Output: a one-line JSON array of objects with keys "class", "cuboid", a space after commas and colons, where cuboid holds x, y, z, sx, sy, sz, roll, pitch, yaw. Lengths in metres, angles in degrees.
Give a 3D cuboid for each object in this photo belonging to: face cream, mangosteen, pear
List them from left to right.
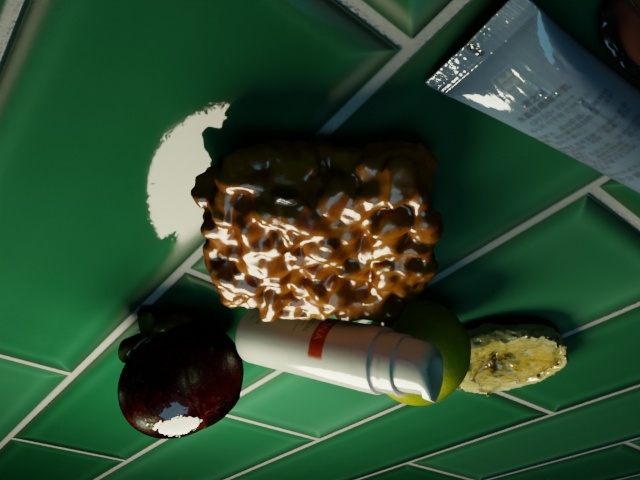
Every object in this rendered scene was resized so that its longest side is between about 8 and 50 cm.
[{"class": "mangosteen", "cuboid": [-0.239, 0.224, 0.970, 0.216, 0.216, 0.216, 0, 142, 0]}, {"class": "face cream", "cuboid": [0.023, 0.170, 0.865, 0.346, 0.102, 0.102, 2, 149, 36]}, {"class": "pear", "cuboid": [0.142, 0.171, 0.923, 0.216, 0.166, 0.180, 39, 139, -25]}, {"class": "face cream", "cuboid": [0.308, -0.124, 0.606, 0.385, 0.086, 0.135, 22, 150, -20]}]

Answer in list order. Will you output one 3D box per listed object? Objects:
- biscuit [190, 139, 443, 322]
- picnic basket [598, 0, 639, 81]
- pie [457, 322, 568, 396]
[{"class": "biscuit", "cuboid": [0.000, 0.000, 0.741, 0.312, 0.110, 0.318, 0, 143, 1]}, {"class": "picnic basket", "cuboid": [0.428, -0.172, 0.505, 0.297, 0.129, 0.222, 21, 136, -26]}, {"class": "pie", "cuboid": [0.334, 0.228, 1.076, 0.274, 0.055, 0.274, 0, 143, 0]}]
